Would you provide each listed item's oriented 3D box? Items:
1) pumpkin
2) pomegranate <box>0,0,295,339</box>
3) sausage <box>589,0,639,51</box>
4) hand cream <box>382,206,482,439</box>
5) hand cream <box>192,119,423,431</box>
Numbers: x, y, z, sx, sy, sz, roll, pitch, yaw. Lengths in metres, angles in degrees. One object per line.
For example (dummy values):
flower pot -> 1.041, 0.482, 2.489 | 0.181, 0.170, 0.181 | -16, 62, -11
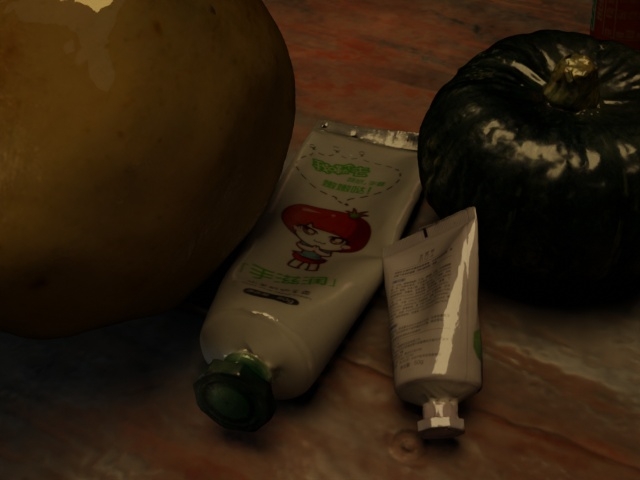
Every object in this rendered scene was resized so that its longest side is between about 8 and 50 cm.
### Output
pumpkin -> 0.173, -0.066, 0.612 | 0.211, 0.152, 0.212 | 9, 38, -7
pomegranate -> -0.176, -0.103, 0.562 | 0.332, 0.333, 0.333 | -2, 44, 2
sausage -> 0.273, -0.254, 0.724 | 0.083, 0.264, 0.083 | -5, 43, 5
hand cream -> 0.074, 0.056, 0.547 | 0.084, 0.053, 0.142 | -26, 52, 41
hand cream -> 0.000, 0.000, 0.632 | 0.121, 0.076, 0.336 | 13, 40, 14
